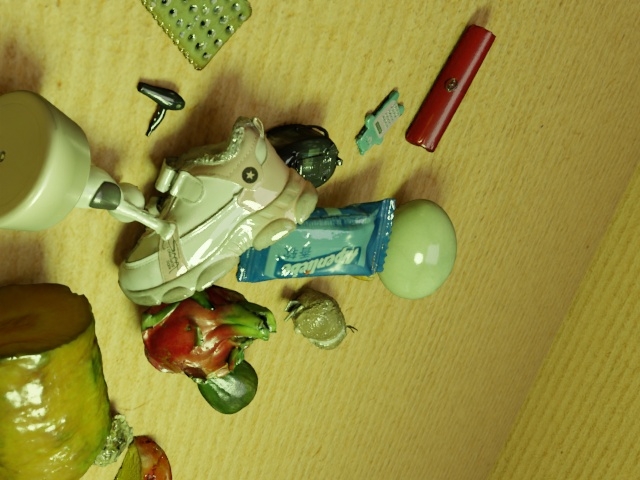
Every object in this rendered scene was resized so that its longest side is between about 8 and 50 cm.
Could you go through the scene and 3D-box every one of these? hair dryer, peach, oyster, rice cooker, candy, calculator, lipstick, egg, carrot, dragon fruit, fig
[{"bbox_3d":[-0.251,-0.193,1.149,0.079,0.031,0.083,16,114,-43],"label":"hair dryer"},{"bbox_3d":[-0.350,0.478,1.529,0.092,0.127,0.172,14,82,-46],"label":"peach"},{"bbox_3d":[-0.397,0.373,1.421,0.108,0.053,0.166,-27,144,-20],"label":"oyster"},{"bbox_3d":[-0.044,-0.145,1.367,0.165,0.106,0.112,-16,127,-29],"label":"rice cooker"},{"bbox_3d":[0.000,0.000,1.515,0.331,0.077,0.187,-3,121,-23],"label":"candy"},{"bbox_3d":[0.120,-0.237,1.561,0.141,0.019,0.094,-49,148,-9],"label":"calculator"},{"bbox_3d":[0.277,-0.322,1.633,0.073,0.073,0.280,18,103,-54],"label":"lipstick"},{"bbox_3d":[0.216,0.020,1.740,0.186,0.186,0.253,-25,139,-36],"label":"egg"},{"bbox_3d":[-0.425,0.224,1.094,0.241,0.241,0.341,-25,134,-37],"label":"carrot"},{"bbox_3d":[-0.187,0.162,1.318,0.200,0.269,0.198,66,35,-55],"label":"dragon fruit"},{"bbox_3d":[-0.205,0.272,1.530,0.117,0.117,0.177,-52,129,-4],"label":"fig"}]

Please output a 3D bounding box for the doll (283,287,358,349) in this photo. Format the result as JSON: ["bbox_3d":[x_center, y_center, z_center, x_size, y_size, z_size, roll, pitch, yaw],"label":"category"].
[{"bbox_3d":[-0.012,0.163,1.664,0.114,0.105,0.221,-20,144,23],"label":"doll"}]

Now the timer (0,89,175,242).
[{"bbox_3d":[-0.326,-0.073,1.036,0.175,0.175,0.266,-58,150,4],"label":"timer"}]

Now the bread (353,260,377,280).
[{"bbox_3d":[0.075,0.050,1.667,0.053,0.106,0.072,-45,145,-15],"label":"bread"}]

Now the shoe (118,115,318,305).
[{"bbox_3d":[-0.193,-0.051,1.232,0.350,0.172,0.198,-32,106,-2],"label":"shoe"}]

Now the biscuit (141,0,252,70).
[{"bbox_3d":[-0.180,-0.353,1.106,0.144,0.016,0.203,-49,146,-9],"label":"biscuit"}]
